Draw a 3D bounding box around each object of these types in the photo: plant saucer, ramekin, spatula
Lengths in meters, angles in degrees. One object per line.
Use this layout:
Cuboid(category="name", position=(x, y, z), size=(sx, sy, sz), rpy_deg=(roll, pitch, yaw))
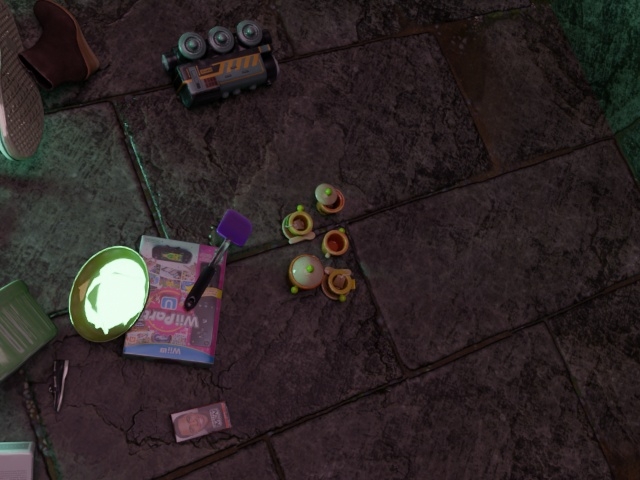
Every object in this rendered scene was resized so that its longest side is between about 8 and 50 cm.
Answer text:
Cuboid(category="plant saucer", position=(-0.507, 0.133, 1.787), size=(0.241, 0.037, 0.240), rpy_deg=(-9, 68, 23))
Cuboid(category="ramekin", position=(-0.729, 0.239, 1.609), size=(0.303, 0.303, 0.148), rpy_deg=(-44, 97, -24))
Cuboid(category="spatula", position=(-0.263, 0.049, 1.857), size=(0.084, 0.030, 0.296), rpy_deg=(31, 65, -8))

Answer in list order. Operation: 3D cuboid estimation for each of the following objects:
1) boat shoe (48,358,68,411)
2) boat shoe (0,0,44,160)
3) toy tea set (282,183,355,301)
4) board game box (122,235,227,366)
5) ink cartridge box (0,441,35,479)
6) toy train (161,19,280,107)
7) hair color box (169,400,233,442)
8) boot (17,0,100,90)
Cuboid(category="boat shoe", position=(-0.625, 0.343, 1.740), size=(0.038, 0.046, 0.125), rpy_deg=(8, 68, -16))
Cuboid(category="boat shoe", position=(-0.827, -0.407, 1.837), size=(0.156, 0.187, 0.500), rpy_deg=(-24, 74, 9))
Cuboid(category="toy tea set", position=(0.000, 0.000, 2.007), size=(0.200, 0.124, 0.335), rpy_deg=(0, 73, -18))
Cuboid(category="board game box", position=(-0.365, 0.157, 1.857), size=(0.224, 0.097, 0.303), rpy_deg=(9, 71, -14))
Cuboid(category="ink cartridge box", position=(-0.789, 0.579, 1.605), size=(0.296, 0.066, 0.261), rpy_deg=(3, 98, -17))
Cuboid(category="toy train", position=(-0.276, -0.499, 2.077), size=(0.334, 0.142, 0.190), rpy_deg=(-20, 93, -24))
Cuboid(category="hair color box", position=(-0.296, 0.448, 1.816), size=(0.141, 0.043, 0.071), rpy_deg=(-11, 78, -20))
Cuboid(category="boot", position=(-0.713, -0.517, 1.918), size=(0.248, 0.090, 0.207), rpy_deg=(51, 35, -5))
